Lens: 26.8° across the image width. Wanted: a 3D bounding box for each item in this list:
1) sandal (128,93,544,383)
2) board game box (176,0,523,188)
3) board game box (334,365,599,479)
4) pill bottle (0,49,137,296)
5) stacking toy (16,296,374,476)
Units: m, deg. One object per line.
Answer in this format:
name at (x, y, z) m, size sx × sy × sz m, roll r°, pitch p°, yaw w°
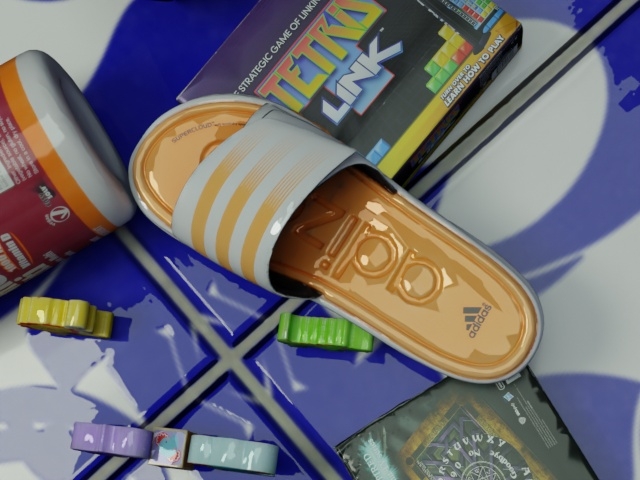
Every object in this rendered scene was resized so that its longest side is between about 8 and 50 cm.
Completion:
sandal at (0.006, -0.009, 0.756) m, size 0.265 × 0.076 × 0.102 m, roll 28°, pitch 90°, yaw 14°
board game box at (0.019, -0.105, 0.834) m, size 0.141 × 0.048 × 0.170 m, roll 39°, pitch 87°, yaw 12°
board game box at (0.107, 0.168, 0.781) m, size 0.126 × 0.026 × 0.186 m, roll -32°, pitch 77°, yaw 3°
pill bottle at (-0.234, -0.013, 0.817) m, size 0.221 × 0.121 × 0.121 m, roll -30°, pitch 77°, yaw 2°
stacking toy at (-0.085, 0.121, 0.791) m, size 0.221 × 0.052 × 0.167 m, roll 2°, pitch 76°, yaw 14°
